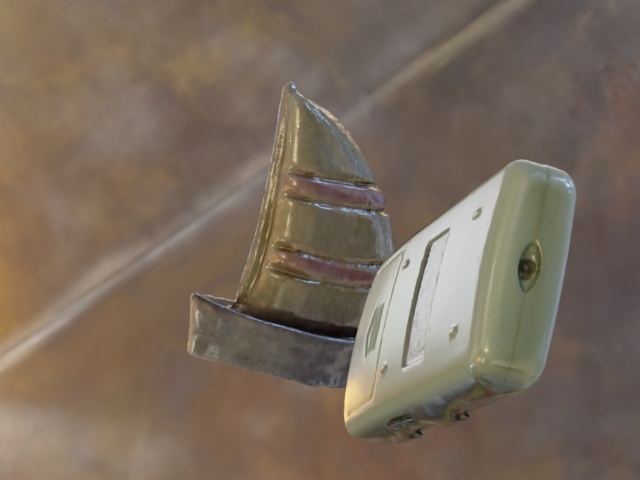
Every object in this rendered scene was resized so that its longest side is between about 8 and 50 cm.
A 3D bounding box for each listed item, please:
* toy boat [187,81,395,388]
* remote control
[{"bbox_3d":[-0.001,0.031,1.761,0.276,0.111,0.293,38,-103,-44],"label":"toy boat"},{"bbox_3d":[0.079,0.052,1.060,0.296,0.056,0.140,136,150,-70],"label":"remote control"}]
